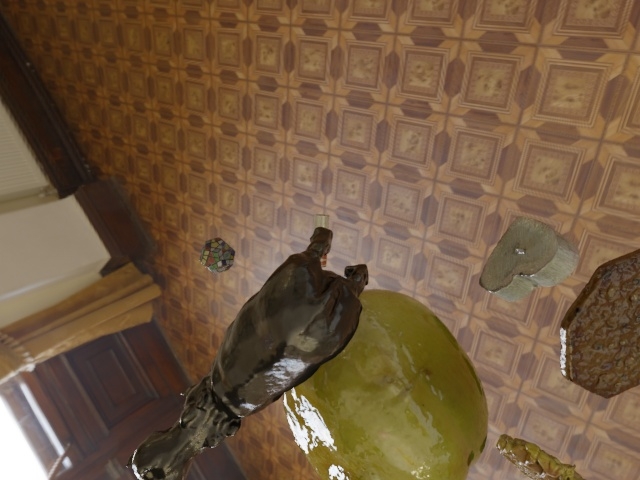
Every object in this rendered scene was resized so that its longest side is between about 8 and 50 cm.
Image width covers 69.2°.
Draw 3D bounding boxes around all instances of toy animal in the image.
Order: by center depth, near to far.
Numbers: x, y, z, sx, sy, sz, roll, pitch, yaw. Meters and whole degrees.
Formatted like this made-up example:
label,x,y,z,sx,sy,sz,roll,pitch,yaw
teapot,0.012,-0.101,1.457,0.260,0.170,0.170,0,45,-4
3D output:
label,x,y,z,sx,sy,sz,roll,pitch,yaw
toy animal,-0.077,0.142,0.533,0.106,0.168,0.343,40,109,-3

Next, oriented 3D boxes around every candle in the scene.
label,x,y,z,sx,sy,sz,roll,pitch,yaw
candle,0.405,0.027,0.914,0.068,0.169,0.192,29,145,-15

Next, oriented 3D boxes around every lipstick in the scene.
label,x,y,z,sx,sy,sz,roll,pitch,yaw
lipstick,0.000,0.000,1.168,0.038,0.038,0.131,9,100,34

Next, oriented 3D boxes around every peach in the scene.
label,x,y,z,sx,sy,sz,roll,pitch,yaw
peach,0.095,0.230,0.696,0.316,0.281,0.314,49,148,10

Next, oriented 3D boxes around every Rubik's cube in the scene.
label,x,y,z,sx,sy,sz,roll,pitch,yaw
Rubik's cube,-0.308,0.046,1.388,0.111,0.111,0.093,-40,65,40

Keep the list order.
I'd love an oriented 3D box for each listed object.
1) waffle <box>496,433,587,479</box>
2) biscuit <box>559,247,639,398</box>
label,x,y,z,sx,sy,sz,roll,pitch,yaw
waffle,0.509,0.510,1.006,0.249,0.056,0.253,12,150,54
biscuit,0.668,0.182,1.013,0.046,0.359,0.359,-135,38,-65
